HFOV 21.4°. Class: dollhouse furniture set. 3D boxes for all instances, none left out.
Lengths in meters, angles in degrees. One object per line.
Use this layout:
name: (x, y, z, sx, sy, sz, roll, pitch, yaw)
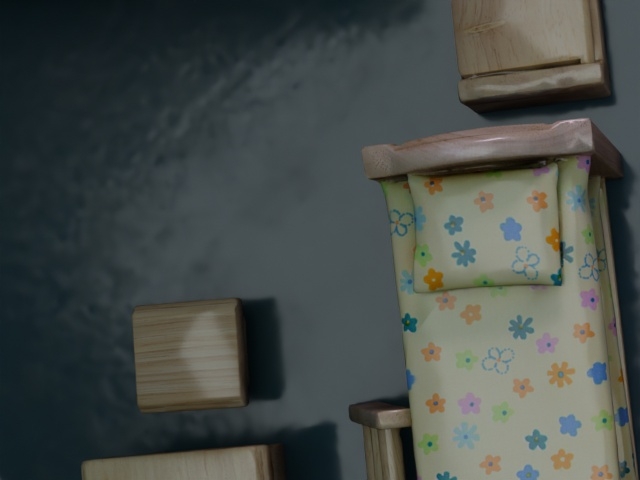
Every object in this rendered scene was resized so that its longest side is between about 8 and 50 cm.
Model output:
dollhouse furniture set: (0.000, 0.000, 0.464, 0.161, 0.101, 0.182, -7, 86, 14)
